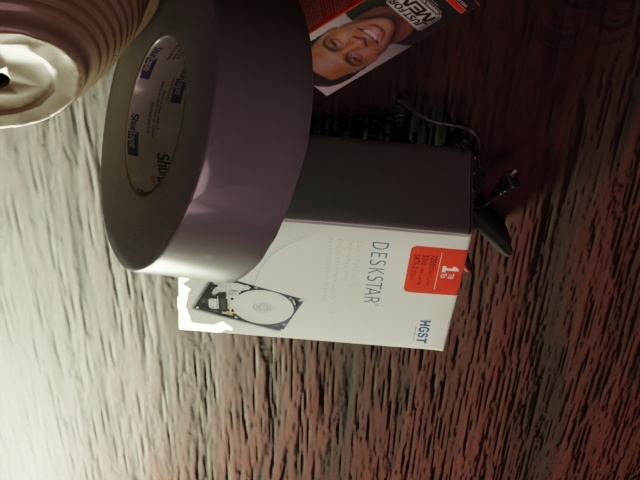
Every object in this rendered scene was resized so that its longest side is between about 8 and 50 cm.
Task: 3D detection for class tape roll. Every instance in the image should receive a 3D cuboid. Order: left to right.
[{"bbox_3d":[-0.084,-0.082,1.189,0.072,0.219,0.219,8,141,-25],"label":"tape roll"}]

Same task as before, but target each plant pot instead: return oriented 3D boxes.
[{"bbox_3d":[-0.219,-0.151,1.132,0.237,0.110,0.237,-5,151,-3],"label":"plant pot"}]

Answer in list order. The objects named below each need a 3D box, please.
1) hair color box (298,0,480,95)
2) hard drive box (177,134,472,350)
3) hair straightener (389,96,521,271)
[{"bbox_3d":[0.038,-0.169,1.253,0.141,0.043,0.072,-29,142,25],"label":"hair color box"},{"bbox_3d":[0.000,0.000,1.406,0.232,0.089,0.181,4,145,-1],"label":"hard drive box"},{"bbox_3d":[0.122,-0.055,1.447,0.089,0.047,0.230,-21,140,14],"label":"hair straightener"}]
